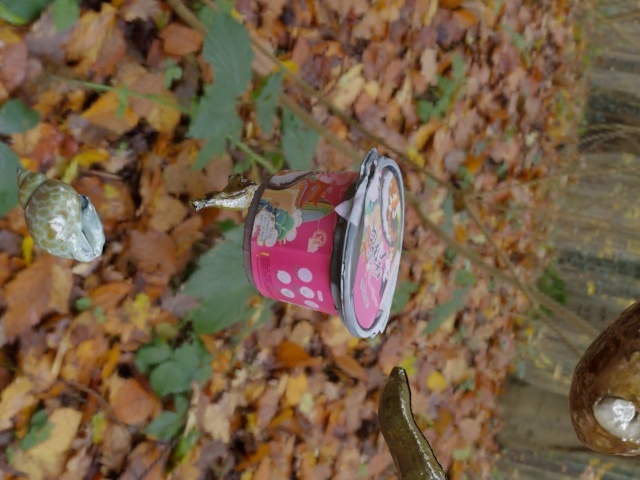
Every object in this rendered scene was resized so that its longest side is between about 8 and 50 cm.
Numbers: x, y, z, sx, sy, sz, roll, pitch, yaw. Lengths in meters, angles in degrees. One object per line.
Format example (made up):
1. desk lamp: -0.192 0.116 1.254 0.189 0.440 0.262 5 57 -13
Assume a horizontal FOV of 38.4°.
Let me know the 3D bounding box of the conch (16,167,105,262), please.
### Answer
1. conch: -0.434 -0.034 1.526 0.173 0.106 0.116 49 47 -39

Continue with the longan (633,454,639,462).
1. longan: 0.568 0.341 1.559 0.113 0.113 0.092 -52 148 -61

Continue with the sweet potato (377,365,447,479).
1. sweet potato: 0.130 0.293 1.391 0.081 0.062 0.233 29 36 -49

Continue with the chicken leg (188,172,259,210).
1. chicken leg: -0.210 -0.100 2.016 0.178 0.093 0.070 -18 156 -34

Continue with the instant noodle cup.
1. instant noodle cup: 0.000 0.000 1.315 0.258 0.181 0.303 -51 145 -56

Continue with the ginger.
1. ginger: 0.490 0.132 1.191 0.418 0.176 0.254 -40 166 14
